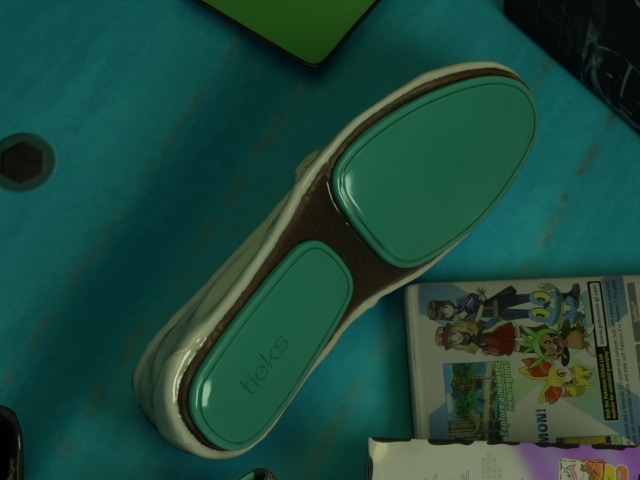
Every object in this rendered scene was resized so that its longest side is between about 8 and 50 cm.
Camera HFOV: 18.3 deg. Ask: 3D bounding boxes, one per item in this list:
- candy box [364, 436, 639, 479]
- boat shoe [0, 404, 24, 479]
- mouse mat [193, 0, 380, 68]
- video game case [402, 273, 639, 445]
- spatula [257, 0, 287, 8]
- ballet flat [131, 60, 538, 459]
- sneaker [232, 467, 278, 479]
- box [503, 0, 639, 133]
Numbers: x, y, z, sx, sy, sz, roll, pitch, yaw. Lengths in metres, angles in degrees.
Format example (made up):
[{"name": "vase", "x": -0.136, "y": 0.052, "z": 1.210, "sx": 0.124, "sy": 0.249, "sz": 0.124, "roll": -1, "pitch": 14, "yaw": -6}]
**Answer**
[{"name": "candy box", "x": 0.126, "y": 0.225, "z": 1.366, "sx": 0.196, "sy": 0.070, "sz": 0.164, "roll": 2, "pitch": 62, "yaw": 1}, {"name": "boat shoe", "x": -0.241, "y": 0.256, "z": 1.337, "sx": 0.113, "sy": 0.127, "sz": 0.340, "roll": -22, "pitch": 46, "yaw": 20}, {"name": "mouse mat", "x": -0.012, "y": -0.238, "z": 1.677, "sx": 0.153, "sy": 0.007, "sz": 0.189, "roll": 32, "pitch": 61, "yaw": 15}, {"name": "video game case", "x": 0.220, "y": 0.176, "z": 1.454, "sx": 0.300, "sy": 0.036, "sz": 0.329, "roll": -2, "pitch": 62, "yaw": -1}, {"name": "spatula", "x": -0.011, "y": -0.289, "z": 1.723, "sx": 0.242, "sy": 0.019, "sz": 0.168, "roll": -34, "pitch": 65, "yaw": -21}, {"name": "ballet flat", "x": 0.000, "y": 0.000, "z": 1.501, "sx": 0.139, "sy": 0.139, "sz": 0.400, "roll": 36, "pitch": 67, "yaw": 18}, {"name": "sneaker", "x": -0.032, "y": 0.193, "z": 1.385, "sx": 0.065, "sy": 0.076, "sz": 0.166, "roll": 18, "pitch": 18, "yaw": 39}, {"name": "box", "x": 0.403, "y": -0.231, "z": 1.426, "sx": 0.297, "sy": 0.480, "sz": 0.472, "roll": -40, "pitch": 68, "yaw": -18}]
